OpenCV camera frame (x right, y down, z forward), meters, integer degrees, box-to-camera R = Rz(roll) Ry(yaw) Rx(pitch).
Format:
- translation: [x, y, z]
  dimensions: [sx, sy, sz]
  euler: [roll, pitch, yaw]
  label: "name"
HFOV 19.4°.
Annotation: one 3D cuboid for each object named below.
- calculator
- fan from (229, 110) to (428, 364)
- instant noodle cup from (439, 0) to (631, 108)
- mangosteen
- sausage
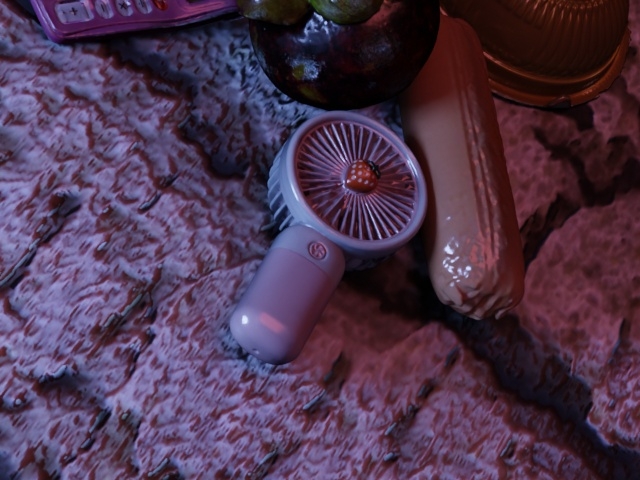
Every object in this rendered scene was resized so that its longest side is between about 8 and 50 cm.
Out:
- translation: [-0.162, -0.228, 1.570]
  dimensions: [0.190, 0.034, 0.127]
  euler: [-12, 71, -28]
  label: "calculator"
- translation: [0.000, 0.000, 1.503]
  dimensions: [0.130, 0.074, 0.244]
  euler: [35, 52, -9]
  label: "fan"
- translation: [0.202, -0.260, 1.757]
  dimensions: [0.274, 0.091, 0.274]
  euler: [14, 57, -23]
  label: "instant noodle cup"
- translation: [0.009, -0.194, 1.555]
  dimensions: [0.184, 0.172, 0.172]
  euler: [32, 48, -40]
  label: "mangosteen"
- translation: [0.117, -0.068, 1.600]
  dimensions: [0.086, 0.086, 0.289]
  euler: [6, 62, -27]
  label: "sausage"
